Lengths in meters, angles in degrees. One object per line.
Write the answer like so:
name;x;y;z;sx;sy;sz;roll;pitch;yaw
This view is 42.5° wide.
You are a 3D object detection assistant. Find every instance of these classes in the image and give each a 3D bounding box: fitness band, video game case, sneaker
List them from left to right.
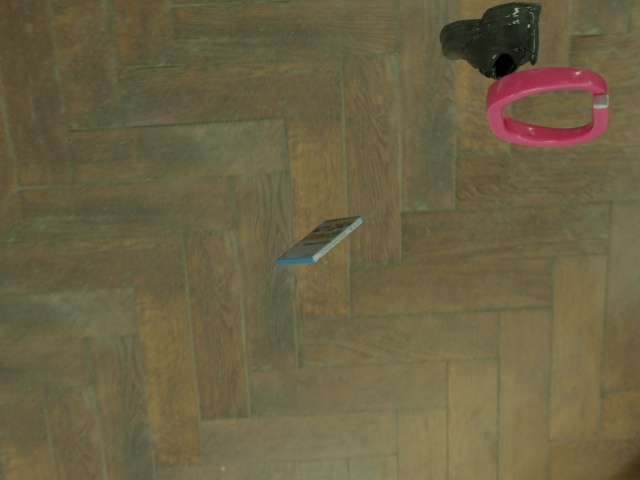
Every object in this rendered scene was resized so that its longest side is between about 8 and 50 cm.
video game case;0.000;0.000;1.718;0.166;0.119;0.015;-40;111;-35
sneaker;0.318;-0.368;1.583;0.109;0.286;0.130;-8;95;-19
fitness band;0.403;-0.229;1.465;0.209;0.291;0.054;-1;78;17
